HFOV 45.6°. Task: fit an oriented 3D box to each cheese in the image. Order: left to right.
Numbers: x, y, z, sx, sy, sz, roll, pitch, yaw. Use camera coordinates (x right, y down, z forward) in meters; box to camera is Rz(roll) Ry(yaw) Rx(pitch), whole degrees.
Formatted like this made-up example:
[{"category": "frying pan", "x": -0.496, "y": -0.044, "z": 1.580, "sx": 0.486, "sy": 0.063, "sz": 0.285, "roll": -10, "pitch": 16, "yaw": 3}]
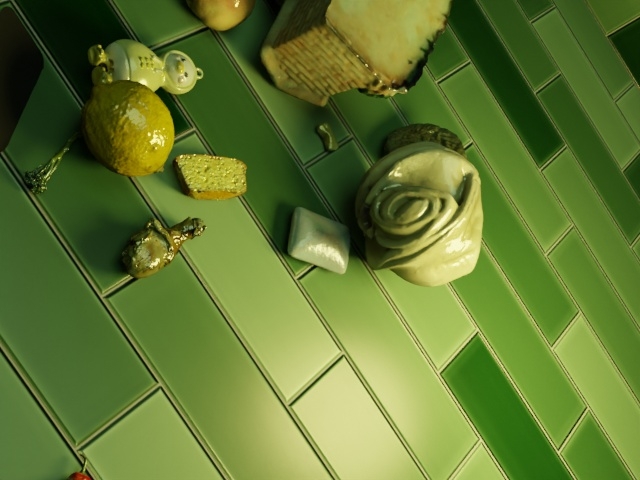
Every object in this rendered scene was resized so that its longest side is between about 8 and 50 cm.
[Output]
[{"category": "cheese", "x": 0.017, "y": -0.282, "z": 2.083, "sx": 0.044, "sy": 0.030, "sz": 0.083, "roll": -34, "pitch": 100, "yaw": -45}]

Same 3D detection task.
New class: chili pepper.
[{"category": "chili pepper", "x": -0.464, "y": 0.496, "z": 1.425, "sx": 0.050, "sy": 0.059, "sz": 0.191, "roll": 31, "pitch": 55, "yaw": -33}]

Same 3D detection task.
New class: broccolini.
[{"category": "broccolini", "x": -0.556, "y": -0.174, "z": 1.619, "sx": 0.054, "sy": 0.052, "sz": 0.194, "roll": 46, "pitch": 52, "yaw": -18}]

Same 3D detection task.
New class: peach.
[{"category": "peach", "x": -0.249, "y": -0.633, "z": 1.935, "sx": 0.184, "sy": 0.184, "sz": 0.184, "roll": 13, "pitch": 65, "yaw": -31}]

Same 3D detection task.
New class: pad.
[{"category": "pad", "x": -0.649, "y": -0.329, "z": 1.559, "sx": 0.004, "sy": 0.181, "sz": 0.267, "roll": 6, "pitch": 61, "yaw": 13}]

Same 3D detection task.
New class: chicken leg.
[{"category": "chicken leg", "x": -0.348, "y": 0.000, "z": 1.679, "sx": 0.103, "sy": 0.088, "sz": 0.227, "roll": 46, "pitch": 55, "yaw": 4}]

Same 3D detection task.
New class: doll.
[{"category": "doll", "x": -0.397, "y": -0.398, "z": 1.774, "sx": 0.296, "sy": 0.117, "sz": 0.141, "roll": -11, "pitch": 83, "yaw": -38}]

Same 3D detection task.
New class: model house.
[{"category": "model house", "x": 0.059, "y": -0.585, "z": 2.032, "sx": 0.395, "sy": 0.400, "sz": 0.446, "roll": 38, "pitch": 62, "yaw": -34}]

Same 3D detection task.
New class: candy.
[{"category": "candy", "x": 0.000, "y": 0.000, "z": 1.936, "sx": 0.174, "sy": 0.071, "sz": 0.138, "roll": 22, "pitch": 61, "yaw": -28}]

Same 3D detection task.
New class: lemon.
[{"category": "lemon", "x": -0.416, "y": -0.242, "z": 1.653, "sx": 0.231, "sy": 0.192, "sz": 0.192, "roll": 55, "pitch": 50, "yaw": -23}]

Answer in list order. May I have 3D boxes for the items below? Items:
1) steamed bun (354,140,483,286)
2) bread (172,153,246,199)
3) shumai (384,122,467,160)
[{"category": "steamed bun", "x": 0.234, "y": -0.064, "z": 1.941, "sx": 0.255, "sy": 0.342, "sz": 0.368, "roll": 8, "pitch": 72, "yaw": -58}, {"category": "bread", "x": -0.264, "y": -0.151, "z": 1.811, "sx": 0.187, "sy": 0.065, "sz": 0.103, "roll": -2, "pitch": 76, "yaw": -38}, {"category": "shumai", "x": 0.299, "y": -0.200, "z": 2.207, "sx": 0.222, "sy": 0.204, "sz": 0.272, "roll": -12, "pitch": 51, "yaw": -11}]
